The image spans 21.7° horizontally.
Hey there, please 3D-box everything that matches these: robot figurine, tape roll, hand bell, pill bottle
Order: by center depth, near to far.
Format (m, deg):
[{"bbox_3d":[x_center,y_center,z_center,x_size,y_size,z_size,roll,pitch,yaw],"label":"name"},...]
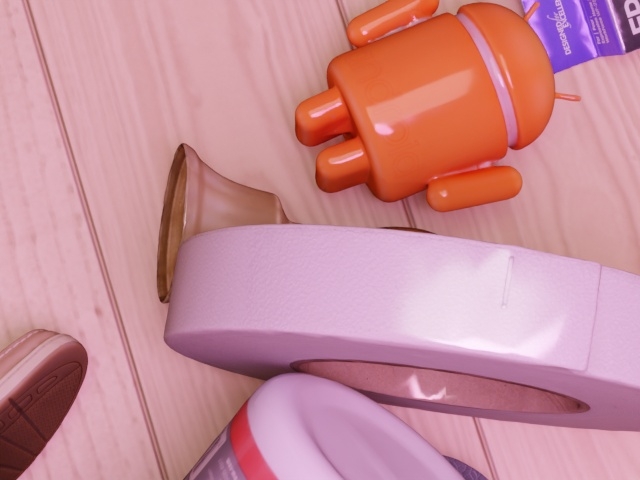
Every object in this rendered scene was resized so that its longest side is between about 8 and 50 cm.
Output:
[{"bbox_3d":[0.087,0.068,1.152,0.392,0.392,0.072,9,80,0],"label":"tape roll"},{"bbox_3d":[-0.059,0.287,1.153,0.210,0.210,0.363,40,105,6],"label":"pill bottle"},{"bbox_3d":[0.091,-0.108,1.319,0.219,0.128,0.158,-23,41,-5],"label":"robot figurine"},{"bbox_3d":[0.000,0.000,1.324,0.242,0.126,0.126,7,79,-13],"label":"hand bell"}]

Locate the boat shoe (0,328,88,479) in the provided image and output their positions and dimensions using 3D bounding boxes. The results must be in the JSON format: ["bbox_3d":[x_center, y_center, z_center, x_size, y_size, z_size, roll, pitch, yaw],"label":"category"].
[{"bbox_3d":[-0.308,0.167,1.270,0.302,0.109,0.098,-45,64,-4],"label":"boat shoe"}]

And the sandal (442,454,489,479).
[{"bbox_3d":[0.024,0.215,1.301,0.255,0.054,0.097,0,72,8],"label":"sandal"}]

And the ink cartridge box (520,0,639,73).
[{"bbox_3d":[0.250,-0.263,1.364,0.208,0.045,0.206,-22,100,-5],"label":"ink cartridge box"}]
